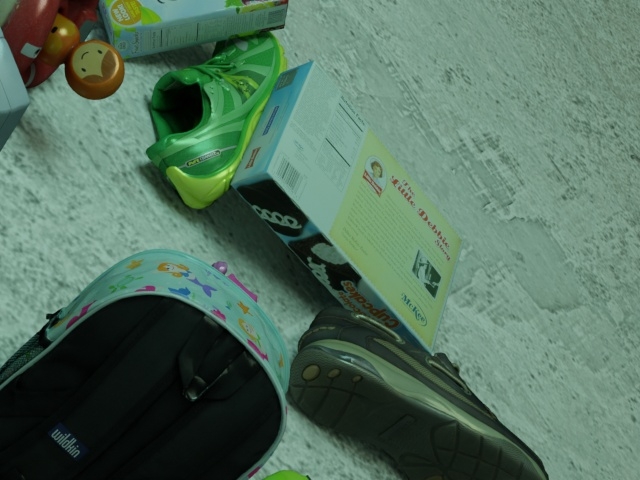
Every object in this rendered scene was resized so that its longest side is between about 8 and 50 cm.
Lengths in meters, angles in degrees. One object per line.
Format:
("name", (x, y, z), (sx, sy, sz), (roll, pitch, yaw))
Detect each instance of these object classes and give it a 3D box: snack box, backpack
("snack box", (-0.160, -0.313, 1.709), (0.207, 0.070, 0.174), (-14, 66, -12))
("backpack", (-0.151, 0.135, 1.282), (0.225, 0.253, 0.191), (43, 21, -13))
("snack box", (0.041, -0.029, 1.700), (0.322, 0.060, 0.187), (48, 44, -29))

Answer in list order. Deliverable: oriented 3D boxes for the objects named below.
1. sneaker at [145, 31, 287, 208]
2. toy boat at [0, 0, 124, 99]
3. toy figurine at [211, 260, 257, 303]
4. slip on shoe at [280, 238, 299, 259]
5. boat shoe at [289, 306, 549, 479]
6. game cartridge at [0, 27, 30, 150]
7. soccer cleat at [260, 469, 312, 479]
("sneaker", (-0.121, -0.169, 1.686), (0.123, 0.109, 0.295), (41, 38, -24))
("toy boat", (-0.261, -0.196, 1.464), (0.151, 0.151, 0.231), (35, 12, 3))
("toy figurine", (-0.124, 0.078, 1.437), (0.130, 0.159, 0.173), (29, 42, -30))
("slip on shoe", (0.000, 0.000, 1.733), (0.135, 0.051, 0.041), (26, 26, -36))
("boat shoe", (0.125, 0.184, 1.652), (0.355, 0.132, 0.130), (37, 39, -23))
("game cartridge", (-0.377, -0.210, 1.360), (0.062, 0.198, 0.297), (-27, 81, -31))
("soccer cleat", (-0.014, 0.312, 1.460), (0.072, 0.060, 0.179), (-11, 63, -41))
